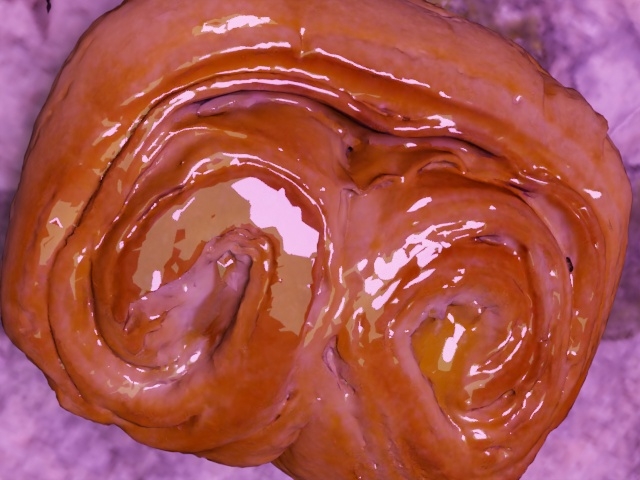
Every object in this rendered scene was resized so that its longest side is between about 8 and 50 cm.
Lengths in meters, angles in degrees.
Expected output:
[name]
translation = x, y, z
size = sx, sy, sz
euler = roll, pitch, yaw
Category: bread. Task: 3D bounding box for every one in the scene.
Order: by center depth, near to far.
[bread]
translation = 0.001, -0.003, 0.530
size = 0.236, 0.120, 0.198
euler = 17, 97, -13
